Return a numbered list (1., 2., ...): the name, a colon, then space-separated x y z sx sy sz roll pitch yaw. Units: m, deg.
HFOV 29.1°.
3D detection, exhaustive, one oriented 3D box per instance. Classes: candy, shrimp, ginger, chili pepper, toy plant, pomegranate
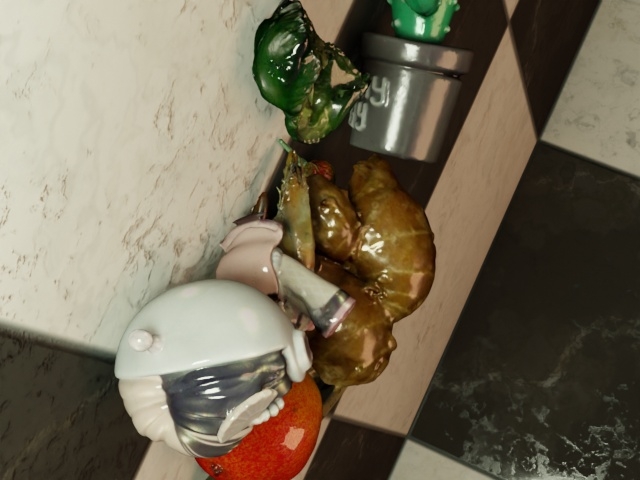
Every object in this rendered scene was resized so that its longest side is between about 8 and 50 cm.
1. candy: -0.027 -0.120 1.911 0.060 0.060 0.201 -65 155 -7
2. shrimp: -0.061 -0.017 1.817 0.053 0.133 0.236 2 88 -43
3. ginger: 0.043 0.037 1.936 0.357 0.274 0.152 -58 -163 -12
4. chili pepper: -0.031 -0.230 1.672 0.148 0.116 0.264 -55 162 -1
5. toy plant: 0.153 -0.330 1.955 0.279 0.185 0.400 -2 105 -62
6. pomegranate: -0.096 0.261 1.918 0.221 0.221 0.257 90 16 -52

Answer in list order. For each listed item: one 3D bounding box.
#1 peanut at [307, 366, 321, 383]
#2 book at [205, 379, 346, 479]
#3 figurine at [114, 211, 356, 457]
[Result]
1. peanut: -0.020 0.204 2.254 0.194 0.093 0.083 -61 137 -61
2. book: -0.076 0.335 2.146 0.217 0.021 0.310 -26 -167 40
3. figurine: -0.134 0.134 1.643 0.253 0.211 0.361 -30 -167 32
